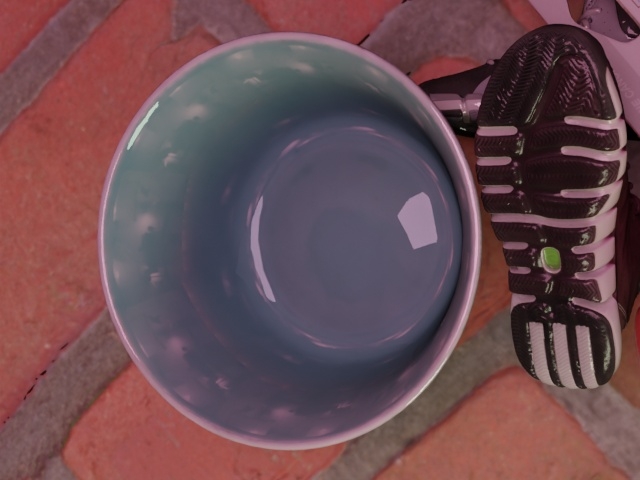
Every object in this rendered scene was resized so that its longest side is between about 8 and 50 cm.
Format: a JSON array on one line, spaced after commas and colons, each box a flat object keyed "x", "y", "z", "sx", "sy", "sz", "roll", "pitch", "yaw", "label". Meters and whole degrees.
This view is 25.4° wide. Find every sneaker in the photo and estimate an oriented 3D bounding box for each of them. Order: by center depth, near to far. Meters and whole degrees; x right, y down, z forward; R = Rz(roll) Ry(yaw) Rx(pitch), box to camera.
[{"x": 0.192, "y": -0.044, "z": 1.055, "sx": 0.106, "sy": 0.162, "sz": 0.281, "roll": 8, "pitch": 120, "yaw": 25, "label": "sneaker"}, {"x": 0.188, "y": -0.148, "z": 1.118, "sx": 0.229, "sy": 0.086, "sz": 0.132, "roll": 3, "pitch": 82, "yaw": 11, "label": "sneaker"}]

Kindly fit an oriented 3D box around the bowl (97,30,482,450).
[{"x": 0.000, "y": 0.000, "z": 1.115, "sx": 0.312, "sy": 0.163, "sz": 0.311, "roll": 0, "pitch": 90, "yaw": 24, "label": "bowl"}]

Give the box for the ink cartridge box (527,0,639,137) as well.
[{"x": 0.285, "y": -0.230, "z": 1.052, "sx": 0.261, "sy": 0.066, "sz": 0.296, "roll": -41, "pitch": 63, "yaw": 16, "label": "ink cartridge box"}]

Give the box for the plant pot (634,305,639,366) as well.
[{"x": 0.367, "y": 0.079, "z": 0.966, "sx": 0.243, "sy": 0.275, "sz": 0.275, "roll": -29, "pitch": 81, "yaw": 25, "label": "plant pot"}]
